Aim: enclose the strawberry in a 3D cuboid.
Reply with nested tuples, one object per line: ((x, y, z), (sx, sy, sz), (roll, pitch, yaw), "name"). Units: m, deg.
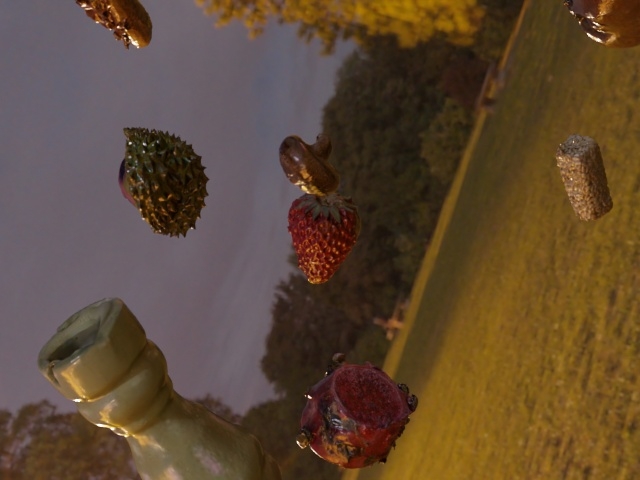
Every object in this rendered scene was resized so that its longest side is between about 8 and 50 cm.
((0.000, 0.000, 2.316), (0.205, 0.205, 0.244), (-65, -14, -60), "strawberry")

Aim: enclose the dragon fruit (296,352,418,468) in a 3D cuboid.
((0.080, 0.335, 1.785), (0.211, 0.282, 0.147), (47, 132, 44), "dragon fruit")

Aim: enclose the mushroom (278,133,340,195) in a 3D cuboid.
((-0.018, -0.121, 1.433), (0.126, 0.085, 0.109), (36, -141, -46), "mushroom")

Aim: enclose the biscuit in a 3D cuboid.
((0.499, -0.118, 1.664), (0.082, 0.070, 0.168), (-37, -59, -20), "biscuit")

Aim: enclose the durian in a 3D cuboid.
((-0.237, -0.085, 1.326), (0.108, 0.119, 0.187), (-48, -54, -72), "durian")

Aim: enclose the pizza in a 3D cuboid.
((-0.405, -0.454, 1.571), (0.085, 0.161, 0.305), (-47, -48, -6), "pizza")

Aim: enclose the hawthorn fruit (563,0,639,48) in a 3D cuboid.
((0.579, -0.515, 1.616), (0.301, 0.268, 0.268), (-38, 6, 17), "hawthorn fruit")

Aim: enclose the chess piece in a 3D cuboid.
((-0.273, 0.307, 1.489), (0.442, 0.234, 0.234), (55, -149, -22), "chess piece")
